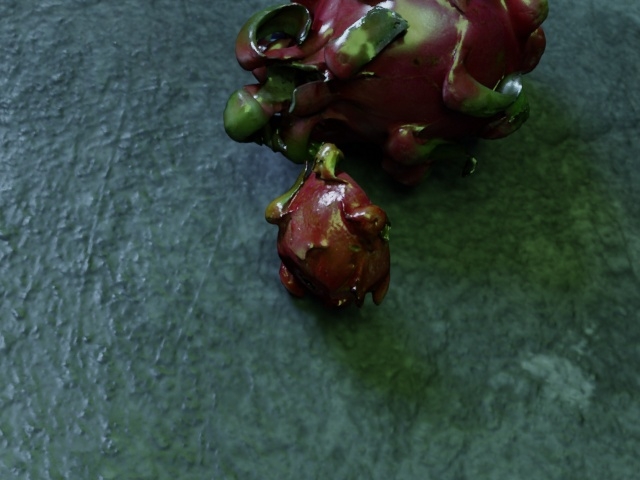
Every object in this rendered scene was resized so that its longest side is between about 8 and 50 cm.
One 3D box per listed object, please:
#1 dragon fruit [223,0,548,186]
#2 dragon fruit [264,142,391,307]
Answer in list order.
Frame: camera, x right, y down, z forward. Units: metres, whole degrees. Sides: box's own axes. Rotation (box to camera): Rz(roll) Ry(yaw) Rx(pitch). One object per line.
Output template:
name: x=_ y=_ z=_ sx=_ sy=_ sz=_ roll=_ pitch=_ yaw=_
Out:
dragon fruit: x=0.050 y=-0.154 z=1.045 sx=0.272 sy=0.219 sz=0.198 roll=-3 pitch=21 yaw=-8
dragon fruit: x=0.002 y=0.005 z=0.982 sx=0.068 sy=0.126 sz=0.112 roll=-29 pitch=66 yaw=-28
